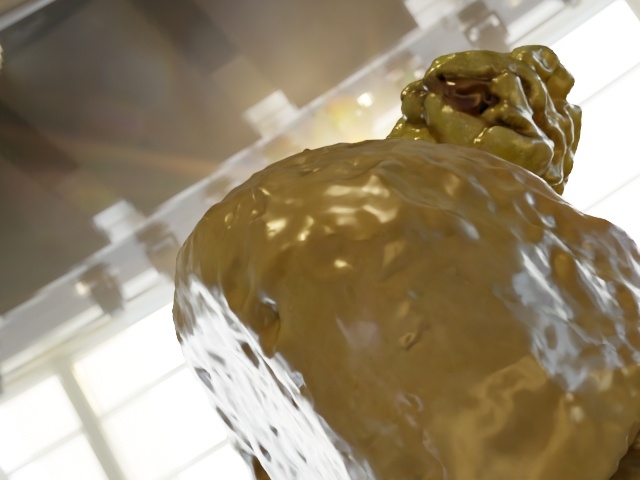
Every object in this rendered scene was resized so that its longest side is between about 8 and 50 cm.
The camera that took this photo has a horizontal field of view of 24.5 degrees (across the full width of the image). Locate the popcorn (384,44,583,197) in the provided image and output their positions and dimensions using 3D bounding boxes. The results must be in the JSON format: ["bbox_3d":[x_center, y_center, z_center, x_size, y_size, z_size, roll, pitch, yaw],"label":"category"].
[{"bbox_3d":[0.164,-0.084,1.403,0.226,0.200,0.203,-27,-2,-17],"label":"popcorn"}]

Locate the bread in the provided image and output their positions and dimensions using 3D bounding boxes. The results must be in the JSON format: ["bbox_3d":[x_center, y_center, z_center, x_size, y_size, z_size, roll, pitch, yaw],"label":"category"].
[{"bbox_3d":[0.050,0.067,0.532,0.134,0.244,0.244,-33,-11,-18],"label":"bread"}]

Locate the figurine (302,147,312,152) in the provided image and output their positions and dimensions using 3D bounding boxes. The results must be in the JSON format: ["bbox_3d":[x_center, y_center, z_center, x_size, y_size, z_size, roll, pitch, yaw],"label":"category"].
[{"bbox_3d":[-0.001,0.000,1.410,0.154,0.098,0.082,-60,-35,-15],"label":"figurine"}]
